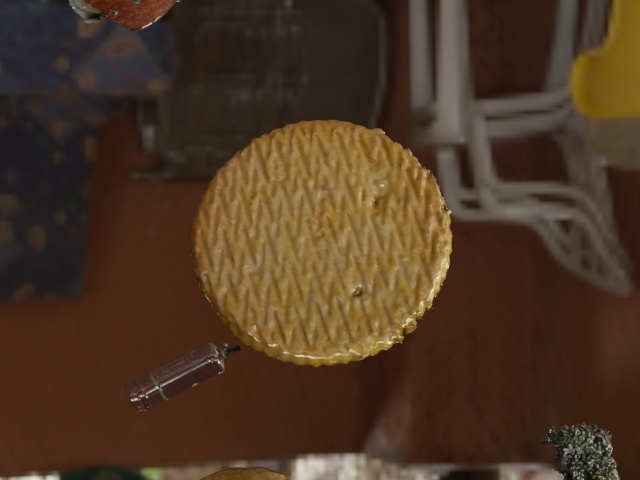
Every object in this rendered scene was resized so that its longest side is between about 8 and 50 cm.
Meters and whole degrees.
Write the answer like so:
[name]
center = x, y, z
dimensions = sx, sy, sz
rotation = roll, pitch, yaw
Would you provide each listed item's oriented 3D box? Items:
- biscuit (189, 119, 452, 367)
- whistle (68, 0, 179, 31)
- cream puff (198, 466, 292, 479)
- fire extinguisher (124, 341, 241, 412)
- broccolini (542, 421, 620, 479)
[biscuit]
center = 0.000, 0.000, 1.581
dimensions = 0.254, 0.254, 0.035
rotation = -1, 156, 2
[whistle]
center = -0.186, -0.255, 1.544
dimensions = 0.134, 0.142, 0.346
rotation = -40, -164, -1
[cream puff]
center = -0.094, 0.429, 1.918
dimensions = 0.343, 0.231, 0.327
rotation = -35, -150, 17
[fire extinguisher]
center = -0.175, 0.170, 2.185
dimensions = 0.157, 0.045, 0.078
rotation = -28, -173, -2
[broccolini]
center = 0.208, 0.188, 1.116
dimensions = 0.042, 0.044, 0.218
rotation = -19, 133, 23
